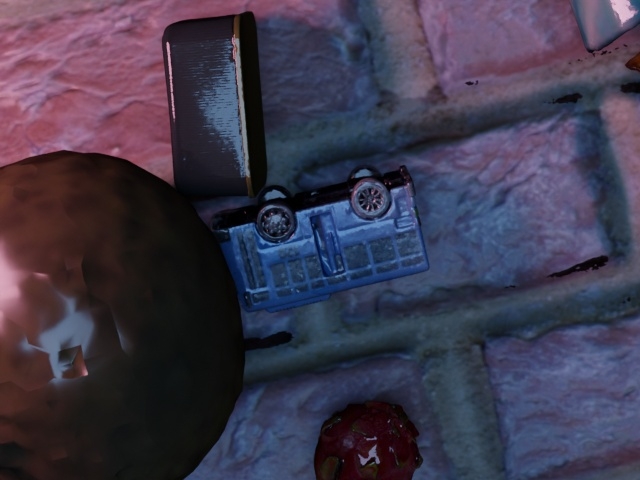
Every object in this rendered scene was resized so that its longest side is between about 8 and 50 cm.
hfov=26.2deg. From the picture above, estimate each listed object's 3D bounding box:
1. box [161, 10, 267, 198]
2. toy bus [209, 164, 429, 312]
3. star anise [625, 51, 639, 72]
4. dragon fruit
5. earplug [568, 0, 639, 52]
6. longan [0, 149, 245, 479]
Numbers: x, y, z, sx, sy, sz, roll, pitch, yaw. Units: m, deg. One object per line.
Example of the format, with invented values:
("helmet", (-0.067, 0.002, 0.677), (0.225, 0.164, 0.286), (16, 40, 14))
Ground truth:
("box", (-0.117, -0.150, 1.527), (0.090, 0.144, 0.201), (-3, 103, 5))
("toy bus", (0.000, 0.000, 1.570), (0.234, 0.116, 0.134), (-14, 104, 2))
("star anise", (0.437, -0.192, 1.519), (0.140, 0.144, 0.158), (17, 137, -33))
("dragon fruit", (0.049, 0.260, 1.625), (0.133, 0.136, 0.166), (28, 133, 25))
("earplug", (0.272, -0.383, 1.462), (0.185, 0.185, 0.324), (-36, 94, 8))
("longan", (-0.269, 0.101, 1.460), (0.391, 0.391, 0.391), (0, 102, 1))
